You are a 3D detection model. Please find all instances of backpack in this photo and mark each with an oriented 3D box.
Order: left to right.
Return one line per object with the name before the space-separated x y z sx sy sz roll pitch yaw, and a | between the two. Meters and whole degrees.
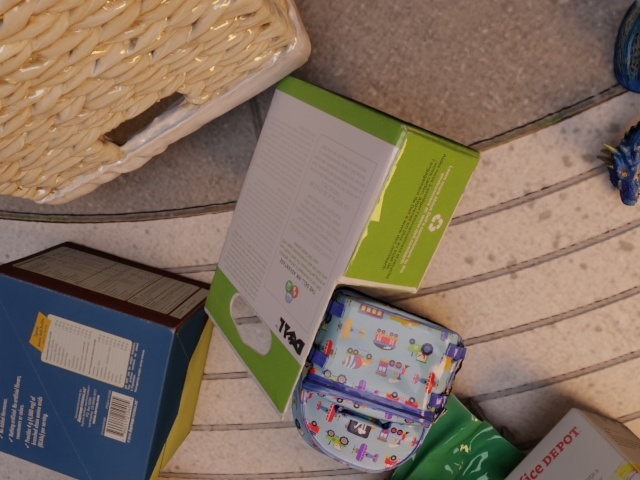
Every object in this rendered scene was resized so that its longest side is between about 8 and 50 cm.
backpack | 0.048 0.148 0.567 0.158 0.117 0.174 22 88 4

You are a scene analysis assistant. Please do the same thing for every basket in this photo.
basket | -0.235 -0.238 0.451 0.328 0.266 0.332 -25 85 16

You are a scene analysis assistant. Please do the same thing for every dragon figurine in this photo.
dragon figurine | 0.311 -0.171 0.487 0.143 0.085 0.290 -4 102 11

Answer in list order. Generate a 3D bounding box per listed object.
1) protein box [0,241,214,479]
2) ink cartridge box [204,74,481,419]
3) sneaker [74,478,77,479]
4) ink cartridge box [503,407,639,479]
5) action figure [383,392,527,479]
protein box | -0.243 0.133 0.624 0.201 0.136 0.200 16 104 7
ink cartridge box | 0.000 0.000 0.524 0.188 0.096 0.255 39 113 48
sneaker | -0.256 0.326 0.710 0.152 0.054 0.061 37 111 0
ink cartridge box | 0.279 0.268 0.521 0.127 0.176 0.128 25 109 -37
action figure | 0.114 0.282 0.629 0.137 0.063 0.232 41 102 -2
